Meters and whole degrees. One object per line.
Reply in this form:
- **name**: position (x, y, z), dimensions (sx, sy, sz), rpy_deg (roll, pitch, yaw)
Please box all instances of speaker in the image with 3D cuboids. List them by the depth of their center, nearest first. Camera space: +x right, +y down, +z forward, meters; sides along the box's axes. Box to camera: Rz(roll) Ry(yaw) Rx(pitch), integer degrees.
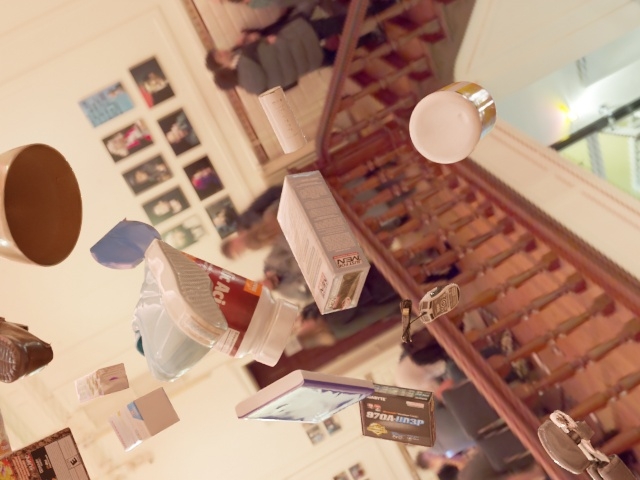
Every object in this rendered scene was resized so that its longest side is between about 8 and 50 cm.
- **speaker**: position (-0.080, -0.256, 1.649), dimensions (0.136, 0.055, 0.055), rpy_deg (64, 174, -19)

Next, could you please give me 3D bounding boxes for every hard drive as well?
- **hard drive**: position (-0.032, 0.395, 1.928), dimensions (0.318, 0.210, 0.040), rpy_deg (21, -138, -53)

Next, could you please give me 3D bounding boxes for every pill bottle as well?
- **pill bottle**: position (0.232, -0.206, 1.315), dimensions (0.117, 0.117, 0.215), rpy_deg (62, -152, -5)
- **pill bottle**: position (-0.277, 0.197, 2.183), dimensions (0.392, 0.224, 0.224), rpy_deg (23, 179, -7)

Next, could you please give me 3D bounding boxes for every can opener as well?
- **can opener**: position (0.498, 0.427, 1.383), dimensions (0.283, 0.095, 0.076), rpy_deg (51, 164, 4)

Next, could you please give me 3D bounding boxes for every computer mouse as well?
- **computer mouse**: position (0.257, 0.159, 1.841), dimensions (0.042, 0.193, 0.106), rpy_deg (19, 126, 48)

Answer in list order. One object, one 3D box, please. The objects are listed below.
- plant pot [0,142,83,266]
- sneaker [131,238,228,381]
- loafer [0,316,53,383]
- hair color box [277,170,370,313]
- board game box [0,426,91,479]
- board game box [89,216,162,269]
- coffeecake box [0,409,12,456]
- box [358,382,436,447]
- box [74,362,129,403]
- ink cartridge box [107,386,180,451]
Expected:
- **plant pot**: position (-0.717, -0.077, 1.799), dimensions (0.284, 0.190, 0.284), rpy_deg (-2, -90, -72)
- **sneaker**: position (-0.262, 0.109, 1.279), dimensions (0.135, 0.150, 0.366), rpy_deg (41, -177, -21)
- **loafer**: position (-0.756, 0.248, 1.818), dimensions (0.366, 0.134, 0.130), rpy_deg (18, -171, 38)
- **hair color box**: position (0.000, 0.000, 2.195), dimensions (0.185, 0.113, 0.374), rpy_deg (105, 147, -48)
- **board game box**: position (-0.632, 0.562, 1.608), dimensions (0.291, 0.141, 0.232), rpy_deg (-18, -97, -53)
- **board game box**: position (-0.465, 0.003, 1.854), dimensions (0.133, 0.168, 0.033), rpy_deg (32, -152, -43)
- **coffeecake box**: position (-0.955, 0.565, 2.234), dimensions (0.142, 0.068, 0.186), rpy_deg (133, 119, -78)
- **box**: position (0.226, 0.511, 2.272), dimensions (0.051, 0.220, 0.175), rpy_deg (-52, -38, -54)
- **box**: position (-0.538, 0.352, 1.893), dimensions (0.324, 0.067, 0.063), rpy_deg (-28, 75, 59)
- **ink cartridge box**: position (-0.412, 0.415, 1.784), dimensions (0.143, 0.090, 0.092), rpy_deg (-35, 82, 40)
